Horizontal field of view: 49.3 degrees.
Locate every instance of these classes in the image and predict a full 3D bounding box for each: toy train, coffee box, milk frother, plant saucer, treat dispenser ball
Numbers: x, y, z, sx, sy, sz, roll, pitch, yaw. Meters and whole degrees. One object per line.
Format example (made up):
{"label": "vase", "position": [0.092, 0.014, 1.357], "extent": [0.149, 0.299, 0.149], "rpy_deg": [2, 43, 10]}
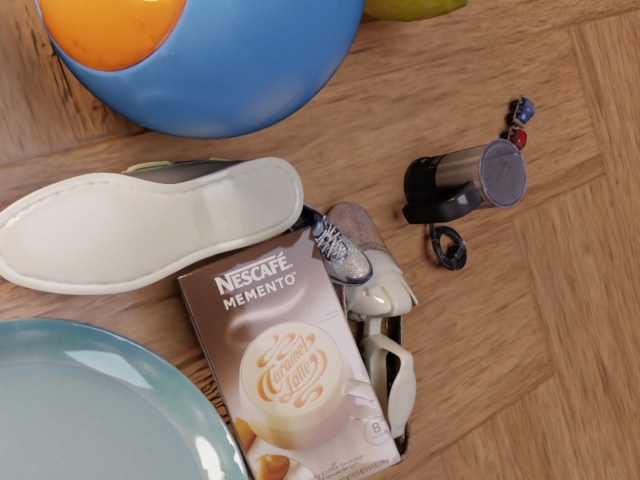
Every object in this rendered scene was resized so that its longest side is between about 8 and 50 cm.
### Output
{"label": "toy train", "position": [0.280, -0.144, 1.011], "extent": [0.027, 0.036, 0.158], "rpy_deg": [28, 71, -29]}
{"label": "coffee box", "position": [-0.038, 0.126, 0.701], "extent": [0.141, 0.098, 0.246], "rpy_deg": [-22, 91, -12]}
{"label": "milk frother", "position": [0.190, -0.040, 0.885], "extent": [0.143, 0.135, 0.129], "rpy_deg": [42, 66, -24]}
{"label": "plant saucer", "position": [-0.200, 0.198, 0.566], "extent": [0.318, 0.043, 0.317], "rpy_deg": [29, 30, -18]}
{"label": "treat dispenser ball", "position": [-0.103, -0.234, 0.614], "extent": [0.288, 0.288, 0.288], "rpy_deg": [3, 85, -33]}

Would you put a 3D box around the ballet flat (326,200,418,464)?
{"label": "ballet flat", "position": [0.066, 0.107, 0.808], "extent": [0.108, 0.106, 0.315], "rpy_deg": [-4, 88, -34]}

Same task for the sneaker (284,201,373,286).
{"label": "sneaker", "position": [0.000, 0.000, 0.765], "extent": [0.135, 0.058, 0.052], "rpy_deg": [38, 79, 17]}

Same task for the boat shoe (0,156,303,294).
{"label": "boat shoe", "position": [-0.164, -0.021, 0.676], "extent": [0.305, 0.091, 0.109], "rpy_deg": [-15, 103, -33]}

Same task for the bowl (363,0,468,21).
{"label": "bowl", "position": [0.030, -0.354, 0.772], "extent": [0.156, 0.289, 0.289], "rpy_deg": [-27, 105, 11]}
